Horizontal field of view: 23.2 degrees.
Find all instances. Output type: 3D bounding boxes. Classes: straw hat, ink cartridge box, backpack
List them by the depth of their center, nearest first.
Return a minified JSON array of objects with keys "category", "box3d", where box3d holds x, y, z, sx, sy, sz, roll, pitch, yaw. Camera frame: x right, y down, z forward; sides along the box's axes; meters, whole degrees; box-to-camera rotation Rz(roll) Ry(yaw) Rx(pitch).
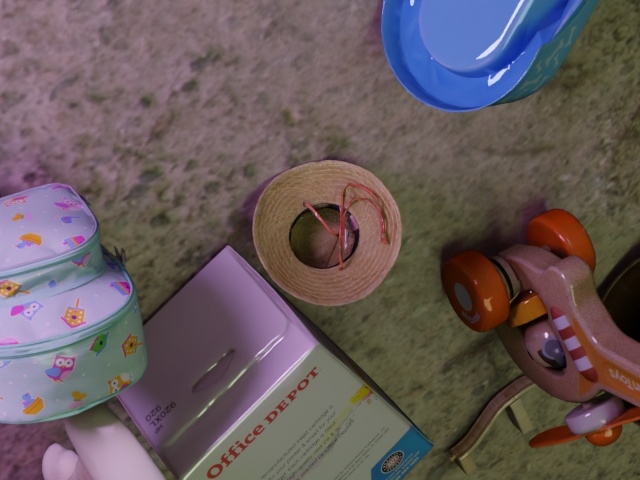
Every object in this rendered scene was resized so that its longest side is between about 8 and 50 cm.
[{"category":"backpack","box3d":[-0.225,0.050,1.210,0.166,0.188,0.144,-17,130,-25]},{"category":"straw hat","box3d":[0.000,0.000,1.429,0.144,0.144,0.061,-23,173,-22]},{"category":"ink cartridge box","box3d":[-0.047,0.155,1.438,0.171,0.168,0.232,-45,137,-1]}]

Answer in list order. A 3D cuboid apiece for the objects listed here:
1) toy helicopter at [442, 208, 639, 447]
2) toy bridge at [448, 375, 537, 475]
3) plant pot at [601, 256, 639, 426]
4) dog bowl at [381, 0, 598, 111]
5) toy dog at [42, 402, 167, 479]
[{"category":"toy helicopter","box3d":[0.276,0.128,1.524,0.140,0.355,0.235,-25,116,-20]},{"category":"toy bridge","box3d":[0.221,0.193,1.773,0.188,0.026,0.063,-36,134,-9]},{"category":"plant pot","box3d":[0.449,0.131,1.789,0.215,0.215,0.230,-52,150,8]},{"category":"dog bowl","box3d":[0.171,-0.243,1.313,0.074,0.166,0.297,6,118,-53]},{"category":"toy dog","box3d":[-0.270,0.386,1.260,0.408,0.284,0.395,-36,92,-23]}]
